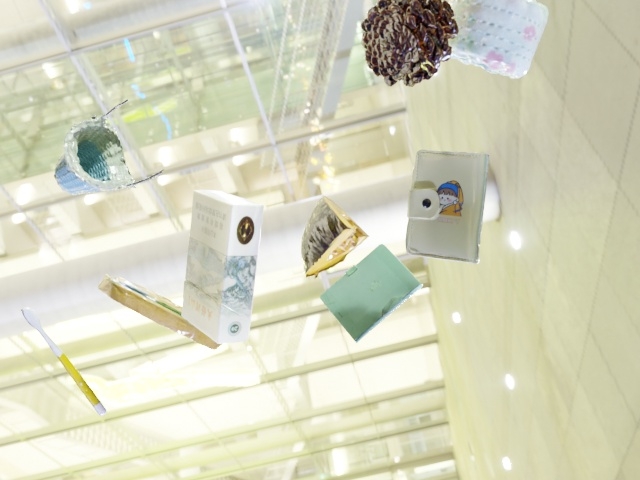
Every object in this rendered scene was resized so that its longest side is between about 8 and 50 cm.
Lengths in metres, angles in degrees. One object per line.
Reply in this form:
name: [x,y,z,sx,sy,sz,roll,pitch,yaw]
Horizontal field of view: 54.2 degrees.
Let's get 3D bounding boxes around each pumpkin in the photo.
pumpkin: [-0.003,-0.003,1.355,0.111,0.163,0.278,50,-173,11]

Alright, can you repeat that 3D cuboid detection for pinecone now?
pinecone: [0.167,-0.362,1.100,0.163,0.165,0.163,29,136,32]

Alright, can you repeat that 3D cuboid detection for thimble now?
thimble: [0.336,-0.426,1.266,0.211,0.185,0.149,32,112,39]

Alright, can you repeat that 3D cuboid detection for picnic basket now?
picnic basket: [-0.173,-0.069,0.504,0.065,0.083,0.083,69,-163,1]

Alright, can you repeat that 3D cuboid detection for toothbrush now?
toothbrush: [-0.524,0.251,1.286,0.288,0.021,0.024,63,164,-22]

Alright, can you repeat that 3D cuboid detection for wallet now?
wallet: [0.180,-0.049,0.898,0.039,0.110,0.155,-6,-78,-69]

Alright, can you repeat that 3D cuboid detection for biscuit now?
biscuit: [-0.409,0.177,1.624,0.343,0.057,0.287,32,171,-20]

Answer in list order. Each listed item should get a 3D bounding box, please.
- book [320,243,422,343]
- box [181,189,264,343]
book: [0.076,0.079,0.976,0.103,0.135,0.017,48,179,30]
box: [-0.188,0.044,1.174,0.164,0.069,0.257,20,106,52]
